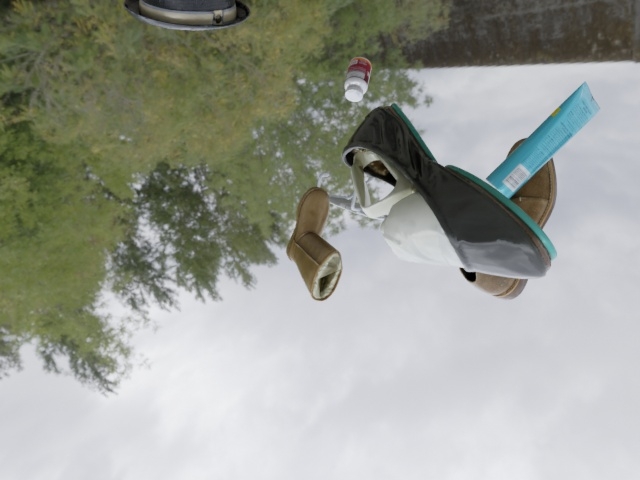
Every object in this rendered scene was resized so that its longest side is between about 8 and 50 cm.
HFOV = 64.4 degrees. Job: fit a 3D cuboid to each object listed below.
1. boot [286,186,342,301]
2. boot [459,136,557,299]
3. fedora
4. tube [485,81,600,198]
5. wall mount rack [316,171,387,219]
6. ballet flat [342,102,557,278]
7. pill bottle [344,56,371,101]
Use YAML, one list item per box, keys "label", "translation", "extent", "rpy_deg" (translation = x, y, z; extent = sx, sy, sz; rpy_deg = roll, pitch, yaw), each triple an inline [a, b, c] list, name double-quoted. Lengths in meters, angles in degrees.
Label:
- label: "boot"
  translation: [0.000, 0.000, 1.311]
  extent: [0.089, 0.236, 0.269]
  rpy_deg: [12, -167, -20]
- label: "boot"
  translation: [0.331, -0.054, 0.905]
  extent: [0.115, 0.305, 0.112]
  rpy_deg: [20, 171, -28]
- label: "fedora"
  translation: [-0.347, -0.668, 1.332]
  extent: [0.334, 0.152, 0.334]
  rpy_deg: [6, -143, -5]
- label: "tube"
  translation: [0.368, -0.159, 0.838]
  extent: [0.207, 0.080, 0.052]
  rpy_deg: [-46, -131, 17]
- label: "wall mount rack"
  translation: [0.166, -0.180, 1.931]
  extent: [0.304, 0.130, 0.350]
  rpy_deg: [-1, -161, -42]
- label: "ballet flat"
  translation: [0.093, -0.036, 0.473]
  extent: [0.096, 0.095, 0.280]
  rpy_deg: [-36, -143, 6]
- label: "pill bottle"
  translation: [0.134, -0.584, 1.850]
  extent: [0.086, 0.086, 0.152]
  rpy_deg: [-1, -117, 29]
